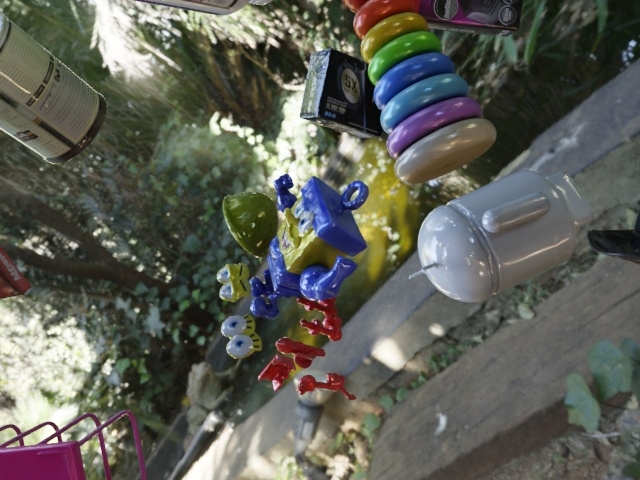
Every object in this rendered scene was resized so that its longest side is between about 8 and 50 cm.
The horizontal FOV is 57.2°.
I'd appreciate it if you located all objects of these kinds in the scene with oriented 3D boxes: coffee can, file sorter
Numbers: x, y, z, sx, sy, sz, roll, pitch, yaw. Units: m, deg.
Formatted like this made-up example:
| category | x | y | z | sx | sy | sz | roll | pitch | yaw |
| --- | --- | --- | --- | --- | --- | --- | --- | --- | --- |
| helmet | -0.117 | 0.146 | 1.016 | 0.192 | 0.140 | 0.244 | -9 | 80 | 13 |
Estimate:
| category | x | y | z | sx | sy | sz | roll | pitch | yaw |
| --- | --- | --- | --- | --- | --- | --- | --- | --- | --- |
| coffee can | -0.639 | -0.324 | 1.272 | 0.202 | 0.275 | 0.201 | -13 | 58 | 23 |
| file sorter | -0.415 | 0.367 | 0.838 | 0.182 | 0.291 | 0.202 | -22 | -78 | -79 |

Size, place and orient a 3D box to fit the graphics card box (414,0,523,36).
| category | x | y | z | sx | sy | sz | roll | pitch | yaw |
| --- | --- | --- | --- | --- | --- | --- | --- | --- | --- |
| graphics card box | 0.284 | -0.612 | 1.362 | 0.094 | 0.371 | 0.232 | -112 | 28 | -81 |

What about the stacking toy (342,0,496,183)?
| category | x | y | z | sx | sy | sz | roll | pitch | yaw |
| --- | --- | --- | --- | --- | --- | --- | --- | --- | --- |
| stacking toy | 0.107 | -0.250 | 0.802 | 0.141 | 0.330 | 0.141 | -23 | -10 | -4 |

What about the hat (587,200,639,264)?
| category | x | y | z | sx | sy | sz | roll | pitch | yaw |
| --- | --- | --- | --- | --- | --- | --- | --- | --- | --- |
| hat | 0.568 | -0.028 | 0.842 | 0.331 | 0.332 | 0.133 | -101 | 17 | -75 |

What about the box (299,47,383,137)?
| category | x | y | z | sx | sy | sz | roll | pitch | yaw |
| --- | --- | --- | --- | --- | --- | --- | --- | --- | --- |
| box | 0.059 | -0.318 | 1.289 | 0.078 | 0.180 | 0.147 | 12 | 91 | 54 |

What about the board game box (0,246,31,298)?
| category | x | y | z | sx | sy | sz | roll | pitch | yaw |
| --- | --- | --- | --- | --- | --- | --- | --- | --- | --- |
| board game box | -0.579 | -0.020 | 0.892 | 0.145 | 0.281 | 0.027 | -11 | 32 | 22 |

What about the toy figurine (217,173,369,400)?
| category | x | y | z | sx | sy | sz | roll | pitch | yaw |
| --- | --- | --- | --- | --- | --- | --- | --- | --- | --- |
| toy figurine | 0.000 | 0.000 | 0.775 | 0.217 | 0.191 | 0.362 | -51 | 31 | 24 |

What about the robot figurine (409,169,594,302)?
| category | x | y | z | sx | sy | sz | roll | pitch | yaw |
| --- | --- | --- | --- | --- | --- | --- | --- | --- | --- |
| robot figurine | 0.340 | -0.007 | 1.137 | 0.354 | 0.199 | 0.300 | -24 | -22 | -6 |

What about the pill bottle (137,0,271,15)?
| category | x | y | z | sx | sy | sz | roll | pitch | yaw |
| --- | --- | --- | --- | --- | --- | --- | --- | --- | --- |
| pill bottle | -0.205 | -0.428 | 0.839 | 0.323 | 0.181 | 0.181 | -10 | -31 | -45 |
